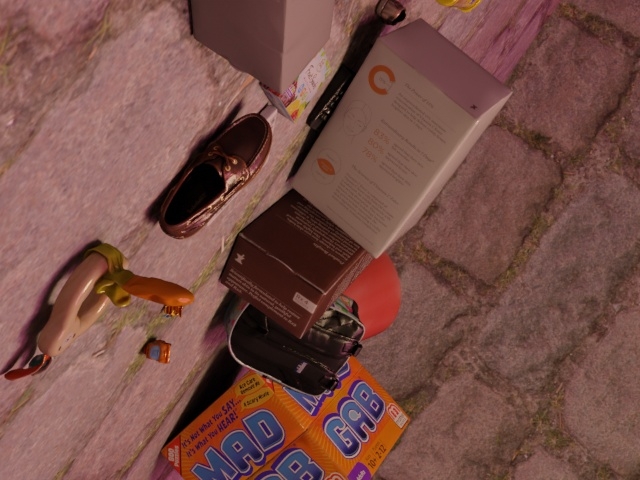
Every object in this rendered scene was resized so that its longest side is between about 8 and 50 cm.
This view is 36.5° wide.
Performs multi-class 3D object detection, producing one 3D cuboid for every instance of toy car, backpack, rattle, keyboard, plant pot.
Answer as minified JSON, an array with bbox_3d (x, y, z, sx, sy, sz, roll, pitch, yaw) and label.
[{"bbox_3d":[-0.266,0.150,1.610,0.040,0.060,0.122,5,109,-28],"label":"toy car"},{"bbox_3d":[-0.064,0.169,1.964,0.225,0.253,0.191,-57,-154,19],"label":"backpack"},{"bbox_3d":[-0.267,0.115,1.176,0.199,0.143,0.130,-59,-171,-12],"label":"rattle"},{"bbox_3d":[0.071,-0.273,1.772,0.201,0.033,0.317,-57,170,8],"label":"keyboard"},{"bbox_3d":[0.009,0.135,2.215,0.243,0.275,0.275,-27,152,-48],"label":"plant pot"}]

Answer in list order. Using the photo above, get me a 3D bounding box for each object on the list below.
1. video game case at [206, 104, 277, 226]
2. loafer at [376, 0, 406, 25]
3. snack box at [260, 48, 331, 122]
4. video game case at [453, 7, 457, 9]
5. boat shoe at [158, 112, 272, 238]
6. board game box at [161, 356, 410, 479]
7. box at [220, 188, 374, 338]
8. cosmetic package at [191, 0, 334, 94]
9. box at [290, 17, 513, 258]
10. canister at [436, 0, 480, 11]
[{"bbox_3d":[-0.122,-0.109,1.436,0.157,0.019,0.143,-50,169,-27],"label":"video game case"},{"bbox_3d":[0.126,-0.382,1.644,0.045,0.039,0.125,-58,169,13],"label":"loafer"},{"bbox_3d":[-0.032,-0.234,1.396,0.100,0.037,0.141,-56,170,-2],"label":"snack box"},{"bbox_3d":[0.351,-0.602,2.027,0.201,0.023,0.183,-48,168,-31],"label":"video game case"},{"bbox_3d":[-0.137,-0.087,1.288,0.207,0.073,0.073,-54,172,-8],"label":"boat shoe"},{"bbox_3d":[-0.074,0.463,2.302,0.356,0.356,0.356,-44,176,28],"label":"board game box"},{"bbox_3d":[0.000,0.000,1.858,0.381,0.191,0.143,-42,163,-51],"label":"box"},{"bbox_3d":[-0.056,-0.264,0.954,0.107,0.127,0.238,-52,171,-18],"label":"cosmetic package"},{"bbox_3d":[0.136,-0.176,1.703,0.168,0.215,0.345,-38,166,-50],"label":"box"},{"bbox_3d":[0.278,-0.500,1.848,0.126,0.073,0.170,-48,171,23],"label":"canister"}]
